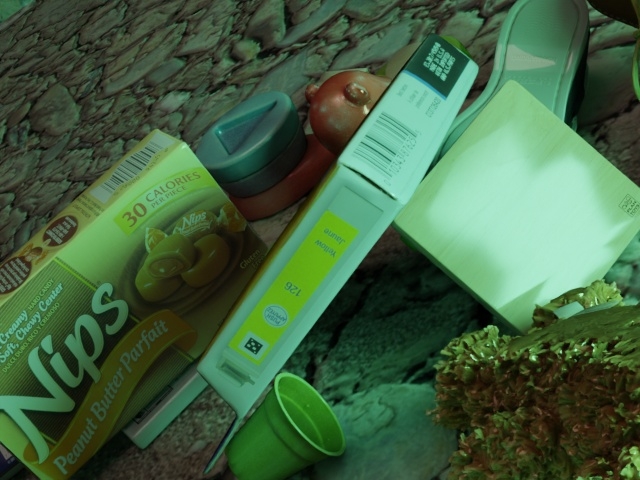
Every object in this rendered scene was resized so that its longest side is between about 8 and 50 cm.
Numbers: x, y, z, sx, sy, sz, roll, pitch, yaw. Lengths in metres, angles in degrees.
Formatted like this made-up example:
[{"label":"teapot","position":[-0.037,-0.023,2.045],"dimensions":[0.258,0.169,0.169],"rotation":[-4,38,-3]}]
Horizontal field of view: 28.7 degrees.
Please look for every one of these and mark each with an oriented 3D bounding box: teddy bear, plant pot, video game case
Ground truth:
[{"label":"teddy bear","position":[0.190,0.101,0.813],"dimensions":[0.245,0.113,0.338],"rotation":[-26,7,-28]},{"label":"plant pot","position":[-0.036,0.166,1.040],"dimensions":[0.079,0.083,0.083],"rotation":[-41,26,17]},{"label":"video game case","position":[-0.152,0.115,1.295],"dimensions":[0.190,0.022,0.173],"rotation":[-45,30,-14]}]

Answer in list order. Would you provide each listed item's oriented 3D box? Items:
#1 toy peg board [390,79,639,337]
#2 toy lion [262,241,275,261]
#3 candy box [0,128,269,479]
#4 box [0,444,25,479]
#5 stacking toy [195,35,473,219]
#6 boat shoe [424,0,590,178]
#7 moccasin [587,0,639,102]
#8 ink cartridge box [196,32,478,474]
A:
[{"label":"toy peg board","position":[0.159,-0.016,1.038],"dimensions":[0.161,0.160,0.079],"rotation":[-49,0,-15]},{"label":"toy lion","position":[-0.055,0.050,1.189],"dimensions":[0.100,0.034,0.096],"rotation":[99,-168,-75]},{"label":"candy box","position":[-0.208,0.065,1.213],"dimensions":[0.316,0.183,0.087],"rotation":[-43,29,-10]},{"label":"box","position":[-0.380,0.156,1.331],"dimensions":[0.136,0.036,0.225],"rotation":[-38,70,-2]},{"label":"stacking toy","position":[0.010,-0.162,1.414],"dimensions":[0.309,0.130,0.279],"rotation":[-6,41,43]},{"label":"boat shoe","position":[0.188,-0.103,1.176],"dimensions":[0.114,0.091,0.302],"rotation":[17,60,27]},{"label":"moccasin","position":[0.329,-0.184,1.040],"dimensions":[0.147,0.139,0.380],"rotation":[-32,37,-10]},{"label":"ink cartridge box","position":[0.000,0.000,1.046],"dimensions":[0.307,0.072,0.303],"rotation":[-51,4,31]}]
